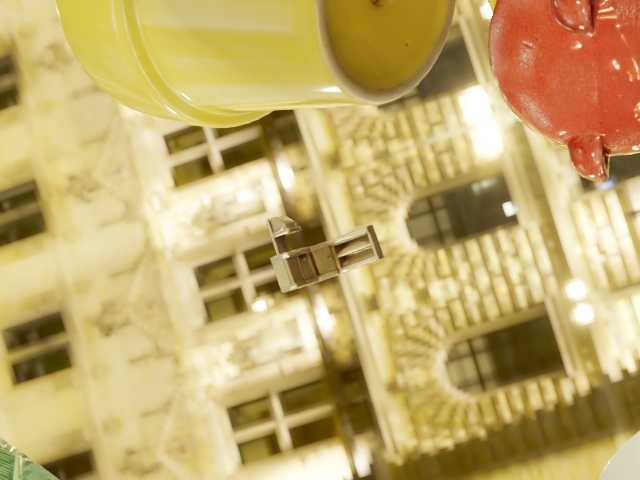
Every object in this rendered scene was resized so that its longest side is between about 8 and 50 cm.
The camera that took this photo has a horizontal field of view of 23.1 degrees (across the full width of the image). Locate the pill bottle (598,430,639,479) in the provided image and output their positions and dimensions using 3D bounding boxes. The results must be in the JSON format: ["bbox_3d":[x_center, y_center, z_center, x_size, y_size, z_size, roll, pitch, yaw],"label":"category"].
[{"bbox_3d":[0.229,0.186,0.772,0.215,0.117,0.117,56,179,37],"label":"pill bottle"}]

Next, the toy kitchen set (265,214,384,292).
[{"bbox_3d":[0.000,0.000,1.408,0.083,0.075,0.068,-14,-96,-68],"label":"toy kitchen set"}]

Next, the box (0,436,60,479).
[{"bbox_3d":[-0.391,0.292,1.433,0.232,0.322,0.058,23,129,43],"label":"box"}]

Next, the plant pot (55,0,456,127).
[{"bbox_3d":[-0.035,-0.204,1.202,0.254,0.239,0.254,-18,-66,-45],"label":"plant pot"}]

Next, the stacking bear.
[{"bbox_3d":[0.155,-0.144,0.785,0.289,0.164,0.175,-67,-22,-54],"label":"stacking bear"}]
